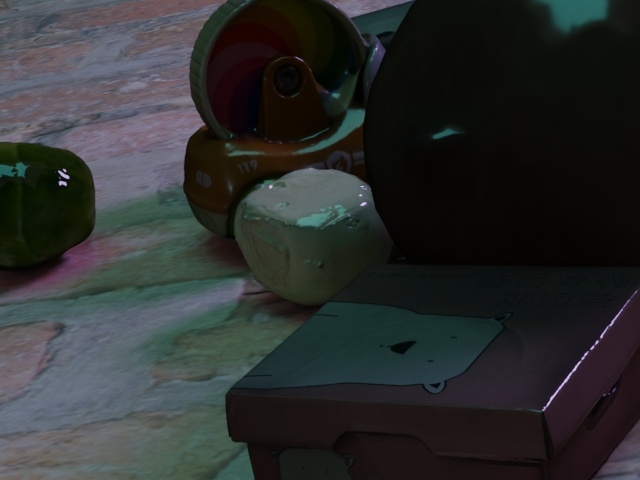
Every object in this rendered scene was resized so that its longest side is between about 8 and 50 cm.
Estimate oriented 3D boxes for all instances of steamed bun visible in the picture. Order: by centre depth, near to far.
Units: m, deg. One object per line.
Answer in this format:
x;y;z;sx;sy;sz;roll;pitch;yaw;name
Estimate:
0.000;0.000;1.491;0.112;0.091;0.130;-27;28;-29;steamed bun

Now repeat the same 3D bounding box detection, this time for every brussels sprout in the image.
-0.274;-0.031;1.695;0.155;0.117;0.155;-3;-7;0;brussels sprout

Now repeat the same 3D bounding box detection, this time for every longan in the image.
0.175;-0.081;1.339;0.297;0.297;0.297;-10;19;3;longan

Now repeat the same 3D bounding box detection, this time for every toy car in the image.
-0.017;-0.114;1.637;0.235;0.235;0.145;-16;19;-13;toy car

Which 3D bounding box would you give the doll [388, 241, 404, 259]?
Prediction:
0.089;-0.007;1.527;0.093;0.051;0.061;4;-4;30;doll

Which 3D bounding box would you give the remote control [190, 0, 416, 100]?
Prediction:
0.049;-0.149;1.749;0.344;0.145;0.050;-13;54;32;remote control

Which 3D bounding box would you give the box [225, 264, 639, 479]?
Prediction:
0.085;0.092;1.191;0.215;0.086;0.215;1;23;28;box
